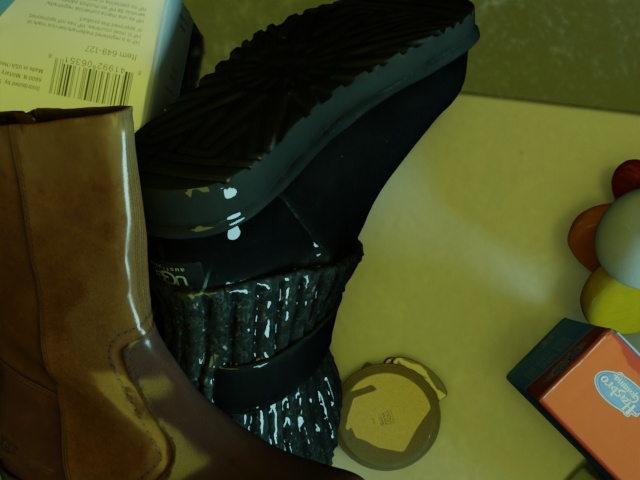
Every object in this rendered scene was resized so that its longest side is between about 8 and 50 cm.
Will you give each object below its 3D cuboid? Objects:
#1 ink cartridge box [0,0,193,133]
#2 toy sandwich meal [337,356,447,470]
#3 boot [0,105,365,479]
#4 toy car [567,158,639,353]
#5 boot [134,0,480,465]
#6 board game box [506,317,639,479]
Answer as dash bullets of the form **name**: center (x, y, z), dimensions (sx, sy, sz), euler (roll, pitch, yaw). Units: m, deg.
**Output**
- **ink cartridge box**: center (-0.195, -0.063, 1.303), dimensions (0.171, 0.168, 0.232), euler (12, 89, 1)
- **toy sandwich meal**: center (0.048, 0.121, 1.372), dimensions (0.085, 0.029, 0.085), euler (0, 96, 1)
- **boot**: center (-0.095, 0.051, 1.146), dimensions (0.264, 0.096, 0.280), euler (7, 113, 34)
- **toy car**: center (0.259, -0.004, 1.328), dimensions (0.182, 0.159, 0.136), euler (-13, 53, 0)
- **boot**: center (-0.004, 0.000, 1.311), dimensions (0.131, 0.348, 0.260), euler (15, 128, 37)
- **board game box**: center (0.262, 0.186, 1.264), dimensions (0.064, 0.242, 0.316), euler (-45, 89, 0)
